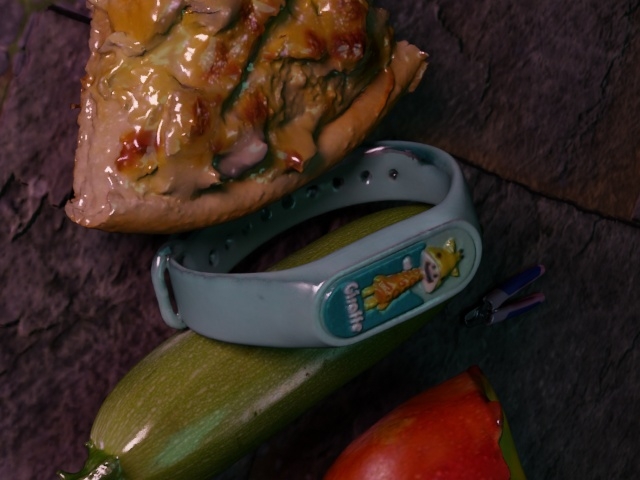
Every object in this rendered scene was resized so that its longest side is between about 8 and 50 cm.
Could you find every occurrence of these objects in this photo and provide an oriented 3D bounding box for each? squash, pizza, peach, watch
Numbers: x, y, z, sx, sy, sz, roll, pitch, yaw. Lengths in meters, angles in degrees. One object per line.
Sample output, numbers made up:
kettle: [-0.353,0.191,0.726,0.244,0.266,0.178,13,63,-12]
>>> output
squash: [-0.032,0.079,1.135,0.395,0.107,0.107,-34,126,-31]
pizza: [-0.046,-0.131,1.045,0.323,0.089,0.223,-29,114,-39]
peach: [0.113,0.273,1.244,0.281,0.281,0.338,18,90,-48]
watch: [0.000,0.000,1.085,0.237,0.195,0.068,-26,122,-25]

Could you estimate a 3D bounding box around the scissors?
scissors: [0.167,0.055,1.405,0.113,0.012,0.039,-21,118,-40]
